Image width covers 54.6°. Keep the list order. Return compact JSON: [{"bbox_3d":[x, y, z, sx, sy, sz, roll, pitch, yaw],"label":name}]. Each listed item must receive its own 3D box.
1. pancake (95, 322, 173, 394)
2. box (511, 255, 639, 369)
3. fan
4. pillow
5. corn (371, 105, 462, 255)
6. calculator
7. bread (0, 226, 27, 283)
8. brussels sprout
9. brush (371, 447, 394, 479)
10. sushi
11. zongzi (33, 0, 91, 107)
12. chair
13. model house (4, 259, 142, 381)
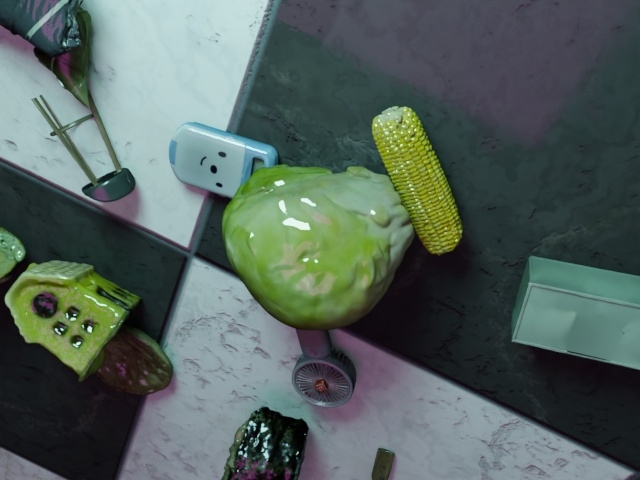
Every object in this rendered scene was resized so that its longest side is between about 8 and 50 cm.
[{"bbox_3d":[-0.447,0.273,1.431,0.222,0.042,0.236,43,126,-13],"label":"pancake"},{"bbox_3d":[0.445,0.120,1.031,0.225,0.086,0.129,11,125,10],"label":"box"},{"bbox_3d":[-0.005,0.231,1.248,0.130,0.074,0.244,-4,119,20],"label":"fan"},{"bbox_3d":[-0.497,-0.402,0.963,0.335,0.092,0.161,26,110,15],"label":"pillow"},{"bbox_3d":[0.157,-0.095,0.987,0.081,0.081,0.248,-17,114,26],"label":"corn"},{"bbox_3d":[-0.165,-0.133,1.087,0.210,0.039,0.121,19,127,4],"label":"calculator"},{"bbox_3d":[-0.751,0.059,1.304,0.257,0.186,0.124,-16,112,16],"label":"bread"},{"bbox_3d":[-0.004,0.012,1.021,0.317,0.242,0.273,0,106,9],"label":"brussels sprout"},{"bbox_3d":[0.131,0.575,1.453,0.043,0.036,0.248,11,117,5],"label":"brush"},{"bbox_3d":[-0.137,0.525,1.398,0.171,0.211,0.350,17,134,-2],"label":"sushi"},{"bbox_3d":[-0.385,-0.314,1.022,0.154,0.062,0.130,-38,92,26],"label":"zongzi"},{"bbox_3d":[-0.427,-0.171,1.118,0.095,0.104,0.221,-5,119,50],"label":"chair"},{"bbox_3d":[-0.509,0.139,1.244,0.234,0.193,0.174,31,93,-8],"label":"model house"}]
